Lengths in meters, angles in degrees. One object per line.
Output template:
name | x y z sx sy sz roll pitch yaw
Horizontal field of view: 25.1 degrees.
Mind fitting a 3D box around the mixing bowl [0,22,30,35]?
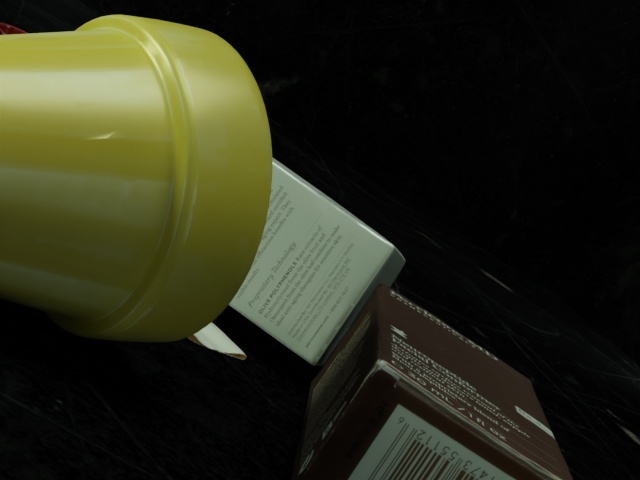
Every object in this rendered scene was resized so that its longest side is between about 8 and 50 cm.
mixing bowl | -0.331 -0.170 1.718 0.181 0.098 0.181 33 7 -5

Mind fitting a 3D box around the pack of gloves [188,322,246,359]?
pack of gloves | -0.185 0.014 1.393 0.195 0.046 0.232 25 12 -46

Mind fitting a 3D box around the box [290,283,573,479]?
box | 0.094 0.169 1.264 0.191 0.143 0.381 33 6 -3

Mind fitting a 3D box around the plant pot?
plant pot | -0.205 -0.053 1.083 0.239 0.254 0.254 5 25 -41

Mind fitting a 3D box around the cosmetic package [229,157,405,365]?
cosmetic package | -0.100 -0.030 1.540 0.365 0.155 0.197 34 0 10
